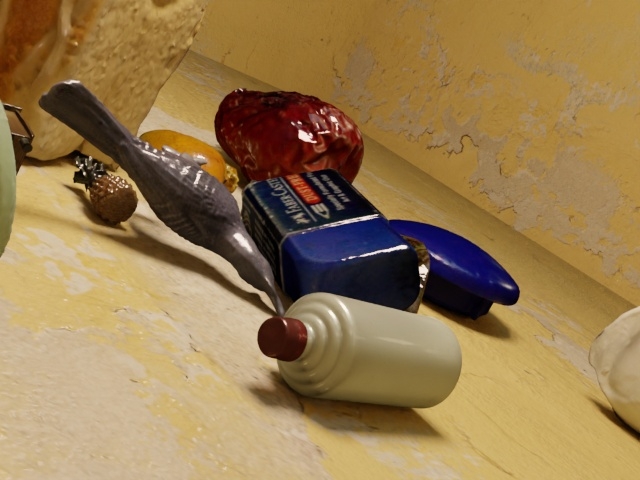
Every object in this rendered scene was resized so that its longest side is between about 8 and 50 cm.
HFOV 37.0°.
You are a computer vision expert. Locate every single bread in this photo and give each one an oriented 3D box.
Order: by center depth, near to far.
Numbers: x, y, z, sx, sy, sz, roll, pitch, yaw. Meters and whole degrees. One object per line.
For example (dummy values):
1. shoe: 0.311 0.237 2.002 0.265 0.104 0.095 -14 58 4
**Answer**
1. bread: -0.384 -0.338 1.307 0.371 0.390 0.279 30 3 20

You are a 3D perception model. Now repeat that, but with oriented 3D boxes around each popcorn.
1. popcorn: -0.171 -0.099 1.517 0.082 0.057 0.083 24 15 -12

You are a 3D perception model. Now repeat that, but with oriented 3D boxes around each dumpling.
1. dumpling: 0.556 0.207 1.440 0.243 0.226 0.175 31 12 -20

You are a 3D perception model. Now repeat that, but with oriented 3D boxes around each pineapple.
1. pineapple: -0.271 -0.067 1.158 0.058 0.058 0.124 15 15 -48

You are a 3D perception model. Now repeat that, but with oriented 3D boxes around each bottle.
1. bottle: 0.035 0.110 0.959 0.245 0.104 0.104 16 17 -46

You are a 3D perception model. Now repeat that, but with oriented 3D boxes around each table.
1. table: -0.357 -0.098 1.028 0.070 0.083 0.082 13 25 -43

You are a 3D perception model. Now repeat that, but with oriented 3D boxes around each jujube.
1. jujube: -0.071 -0.182 1.755 0.216 0.216 0.342 17 13 -42

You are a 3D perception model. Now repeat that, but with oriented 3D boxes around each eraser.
1. eraser: 0.000 0.000 1.260 0.155 0.101 0.332 -12 24 -14

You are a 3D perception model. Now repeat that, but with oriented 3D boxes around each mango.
1. mango: -0.205 -0.113 1.435 0.115 0.089 0.165 6 21 -34

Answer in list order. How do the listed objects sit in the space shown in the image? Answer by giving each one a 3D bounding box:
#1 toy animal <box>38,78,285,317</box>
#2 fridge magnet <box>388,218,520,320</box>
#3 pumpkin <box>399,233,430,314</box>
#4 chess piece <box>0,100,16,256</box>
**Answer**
1. toy animal: -0.171 -0.067 1.136 0.367 0.081 0.206 46 6 -20
2. fridge magnet: 0.217 0.044 1.641 0.266 0.112 0.265 27 11 -6
3. pumpkin: 0.061 0.025 1.392 0.163 0.111 0.278 21 13 -8
4. chess piece: -0.360 -0.042 0.574 0.195 0.194 0.299 34 22 30
